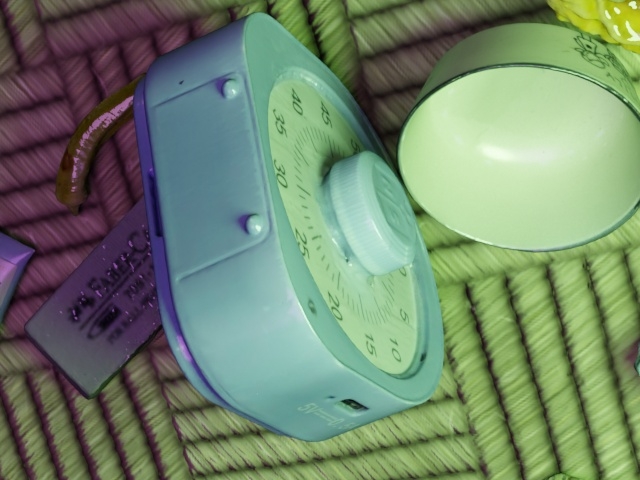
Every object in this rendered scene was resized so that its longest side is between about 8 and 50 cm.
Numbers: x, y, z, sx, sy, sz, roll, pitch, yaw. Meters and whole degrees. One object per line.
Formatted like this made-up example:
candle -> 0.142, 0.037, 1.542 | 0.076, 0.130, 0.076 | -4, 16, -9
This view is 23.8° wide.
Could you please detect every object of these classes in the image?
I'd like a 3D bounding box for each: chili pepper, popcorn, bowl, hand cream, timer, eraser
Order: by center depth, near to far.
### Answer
popcorn -> 0.282, -0.243, 1.371 | 0.194, 0.163, 0.140 | 9, 133, -18
bowl -> 0.193, -0.113, 1.417 | 0.238, 0.126, 0.237 | 6, 139, 5
timer -> 0.000, 0.000, 1.425 | 0.173, 0.395, 0.395 | -24, 98, 21
chili pepper -> -0.235, -0.114, 1.624 | 0.049, 0.043, 0.208 | 42, 114, 15
eraser -> -0.197, 0.043, 1.640 | 0.111, 0.077, 0.352 | 45, 114, 0
hand cream -> -0.379, 0.070, 1.724 | 0.065, 0.043, 0.170 | 27, 110, 9

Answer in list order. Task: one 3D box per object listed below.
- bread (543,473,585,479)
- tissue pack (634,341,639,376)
bread -> 0.285, 0.365, 1.568 | 0.210, 0.110, 0.192 | 28, 114, 8
tissue pack -> 0.453, 0.089, 1.445 | 0.185, 0.081, 0.257 | 43, 113, 2
